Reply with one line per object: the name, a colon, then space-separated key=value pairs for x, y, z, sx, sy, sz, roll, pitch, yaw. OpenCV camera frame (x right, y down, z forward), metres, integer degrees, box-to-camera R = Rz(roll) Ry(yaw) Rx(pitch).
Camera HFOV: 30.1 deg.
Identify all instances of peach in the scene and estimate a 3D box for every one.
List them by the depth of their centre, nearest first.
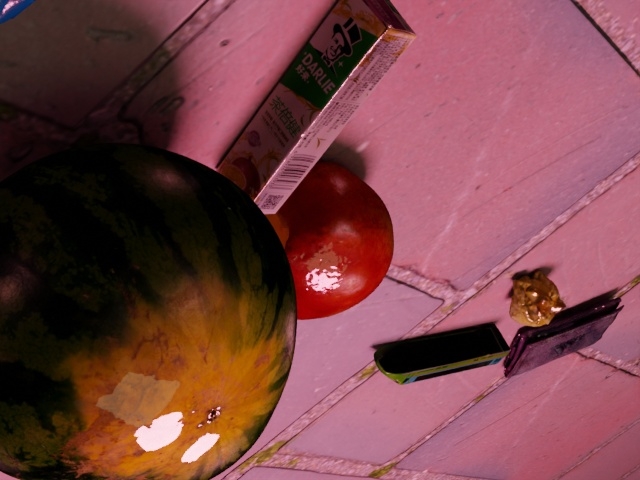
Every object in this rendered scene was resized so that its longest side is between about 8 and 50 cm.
peach: x=0.007 y=-0.001 z=1.050 sx=0.151 sy=0.151 sz=0.118 roll=-11 pitch=-170 yaw=-33

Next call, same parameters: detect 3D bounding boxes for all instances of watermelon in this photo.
watermelon: x=-0.146 y=0.057 z=0.839 sx=0.269 sy=0.269 sz=0.269 roll=-23 pitch=151 yaw=-14

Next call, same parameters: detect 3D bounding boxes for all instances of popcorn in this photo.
popcorn: x=0.259 y=0.076 z=1.455 sx=0.068 sy=0.059 sz=0.083 roll=-38 pitch=142 yaw=14

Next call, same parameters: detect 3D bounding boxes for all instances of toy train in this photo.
toy train: x=0.141 y=0.145 z=1.466 sx=0.209 sy=0.044 sz=0.042 roll=-7 pitch=145 yaw=-36

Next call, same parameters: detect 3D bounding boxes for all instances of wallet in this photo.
wallet: x=0.334 y=0.134 z=1.649 sx=0.166 sy=0.030 sz=0.111 roll=-18 pitch=154 yaw=-19

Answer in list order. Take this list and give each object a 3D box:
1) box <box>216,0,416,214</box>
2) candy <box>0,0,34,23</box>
box: x=-0.007 y=-0.104 z=0.924 sx=0.041 sy=0.050 sz=0.207 roll=-2 pitch=140 yaw=-47
candy: x=-0.221 y=-0.128 z=0.696 sx=0.088 sy=0.038 sz=0.136 roll=10 pitch=141 yaw=-46
